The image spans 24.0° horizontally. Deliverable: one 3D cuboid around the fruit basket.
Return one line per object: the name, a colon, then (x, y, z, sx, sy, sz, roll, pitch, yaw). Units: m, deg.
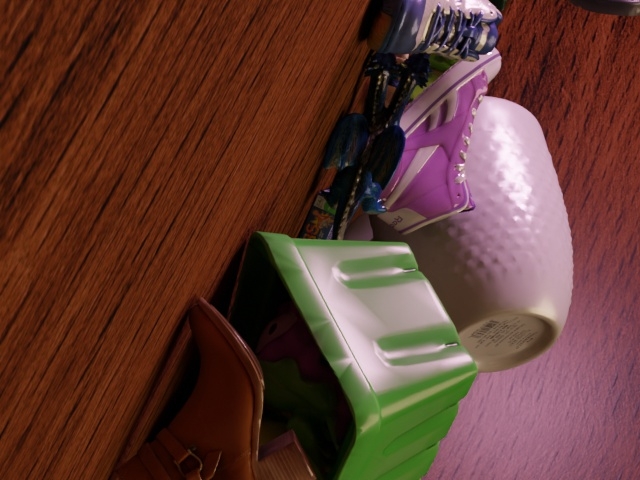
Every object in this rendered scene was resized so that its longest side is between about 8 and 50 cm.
fruit basket: (-0.059, 0.200, 1.506, 0.392, 0.283, 0.392, -20, 149, -13)

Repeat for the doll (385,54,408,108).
doll: (0.088, -0.186, 1.933, 0.189, 0.046, 0.129, 177, -64, -89)

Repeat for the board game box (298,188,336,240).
board game box: (0.000, 0.000, 1.949, 0.201, 0.035, 0.136, -26, 141, -81)

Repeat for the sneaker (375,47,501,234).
sneaker: (0.171, -0.124, 2.007, 0.282, 0.161, 0.102, -45, -178, -12)

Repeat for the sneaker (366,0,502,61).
sneaker: (0.139, -0.255, 1.690, 0.112, 0.131, 0.296, -66, 173, 21)

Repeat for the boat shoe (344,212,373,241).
boat shoe: (0.053, 0.064, 2.423, 0.267, 0.096, 0.088, -64, 178, -8)

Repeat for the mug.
mug: (0.185, 0.030, 2.160, 0.374, 0.276, 0.328, -33, -129, 30)

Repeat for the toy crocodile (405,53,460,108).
toy crocodile: (0.173, -0.234, 2.326, 0.115, 0.105, 0.340, 94, 16, -73)

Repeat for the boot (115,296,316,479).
boot: (-0.111, 0.163, 1.311, 0.152, 0.197, 0.073, -27, 177, -1)

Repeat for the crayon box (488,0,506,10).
crayon box: (0.306, -0.510, 2.407, 0.323, 0.083, 0.203, 58, 57, -83)

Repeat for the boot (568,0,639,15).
boot: (0.452, -0.612, 2.300, 0.367, 0.146, 0.445, -93, -174, -57)

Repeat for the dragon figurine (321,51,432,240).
dragon figurine: (0.052, -0.096, 1.757, 0.144, 0.085, 0.289, 94, 17, -69)
